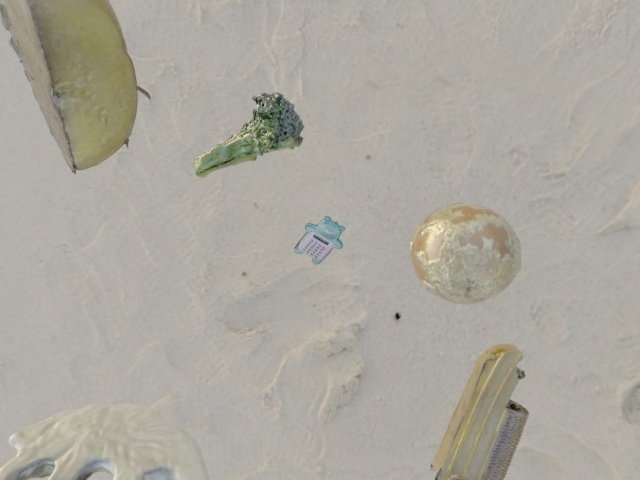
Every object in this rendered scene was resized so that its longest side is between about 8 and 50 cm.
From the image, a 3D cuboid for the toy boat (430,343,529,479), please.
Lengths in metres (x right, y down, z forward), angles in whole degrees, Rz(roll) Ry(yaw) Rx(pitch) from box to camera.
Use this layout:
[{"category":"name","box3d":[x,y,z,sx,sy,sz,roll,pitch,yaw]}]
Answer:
[{"category":"toy boat","box3d":[0.289,0.331,0.925,0.115,0.089,0.310,23,92,7]}]

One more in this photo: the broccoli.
[{"category":"broccoli","box3d":[-0.192,-0.244,1.313,0.304,0.165,0.145,-28,88,17]}]

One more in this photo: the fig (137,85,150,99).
[{"category":"fig","box3d":[-0.489,-0.362,1.218,0.133,0.201,0.146,52,136,10]}]

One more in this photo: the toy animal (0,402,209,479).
[{"category":"toy animal","box3d":[-0.359,0.408,0.912,0.308,0.188,0.266,-17,54,-18]}]

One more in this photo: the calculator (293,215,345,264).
[{"category":"calculator","box3d":[0.000,0.000,1.147,0.094,0.019,0.141,31,133,-11]}]

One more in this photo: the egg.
[{"category":"egg","box3d":[0.284,0.024,1.036,0.203,0.245,0.203,-4,84,43]}]

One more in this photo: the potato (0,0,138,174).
[{"category":"potato","box3d":[-0.271,-0.206,0.569,0.098,0.243,0.138,-28,63,-28]}]
